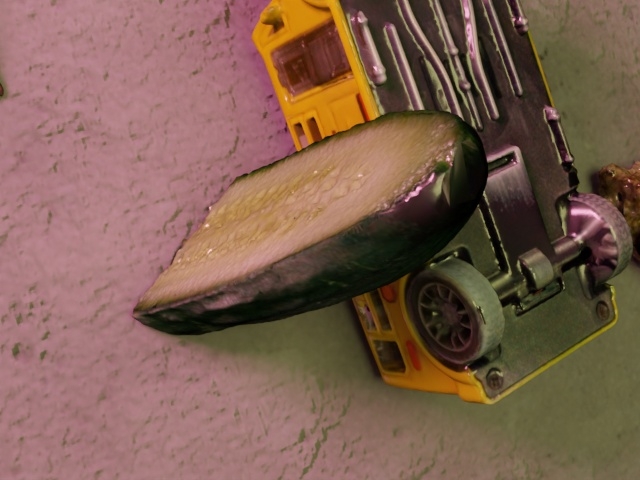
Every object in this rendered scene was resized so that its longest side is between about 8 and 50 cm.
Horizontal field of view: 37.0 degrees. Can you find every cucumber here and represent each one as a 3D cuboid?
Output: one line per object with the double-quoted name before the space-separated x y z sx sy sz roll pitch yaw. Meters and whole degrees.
"cucumber" 0.000 0.000 0.505 0.063 0.243 0.115 42 60 -20

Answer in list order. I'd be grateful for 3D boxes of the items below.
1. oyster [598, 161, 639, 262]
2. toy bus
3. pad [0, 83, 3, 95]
"oyster" 0.292 -0.012 0.723 0.177 0.056 0.105 36 104 5
"toy bus" 0.060 -0.077 0.589 0.144 0.152 0.330 -24 97 -32
"pad" -0.314 -0.092 0.433 0.299 0.005 0.202 -37 120 -31
